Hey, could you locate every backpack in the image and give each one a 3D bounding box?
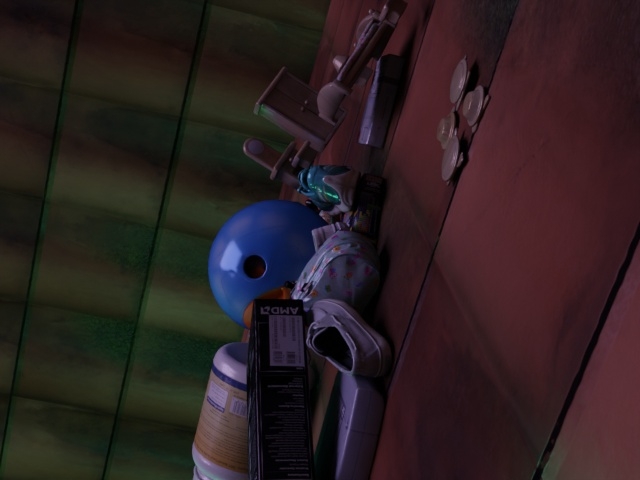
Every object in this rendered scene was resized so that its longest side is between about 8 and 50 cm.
[{"bbox_3d":[0.036,0.076,1.496,0.182,0.152,0.115,-60,19,21],"label":"backpack"}]

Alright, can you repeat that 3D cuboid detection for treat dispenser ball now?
[{"bbox_3d":[-0.093,0.057,1.799,0.288,0.288,0.288,-167,90,-82],"label":"treat dispenser ball"}]

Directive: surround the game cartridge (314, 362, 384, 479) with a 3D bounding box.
[{"bbox_3d":[0.033,0.345,1.346,0.196,0.060,0.294,-100,24,-78],"label":"game cartridge"}]

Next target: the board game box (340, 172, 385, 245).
[{"bbox_3d":[0.074,-0.033,1.664,0.170,0.048,0.141,123,158,-66],"label":"board game box"}]

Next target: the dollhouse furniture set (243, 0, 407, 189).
[{"bbox_3d":[-0.015,-0.318,1.683,0.303,0.173,0.355,-58,0,-23],"label":"dollhouse furniture set"}]

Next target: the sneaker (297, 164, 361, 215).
[{"bbox_3d":[0.009,-0.115,1.693,0.275,0.110,0.107,167,120,-83],"label":"sneaker"}]

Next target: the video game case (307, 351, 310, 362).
[{"bbox_3d":[-0.065,0.340,2.096,0.190,0.022,0.173,-126,50,-79],"label":"video game case"}]

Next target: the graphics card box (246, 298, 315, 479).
[{"bbox_3d":[-0.072,0.308,1.401,0.233,0.094,0.371,100,167,-50],"label":"graphics card box"}]

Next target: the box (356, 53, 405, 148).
[{"bbox_3d":[0.123,-0.287,1.764,0.145,0.038,0.186,-126,51,-80],"label":"box"}]

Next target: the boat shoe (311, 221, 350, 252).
[{"bbox_3d":[0.016,0.072,1.604,0.083,0.075,0.226,-122,28,-68],"label":"boat shoe"}]

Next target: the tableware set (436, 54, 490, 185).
[{"bbox_3d":[0.192,-0.168,1.187,0.169,0.020,0.141,-91,14,-55],"label":"tableware set"}]

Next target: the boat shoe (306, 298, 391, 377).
[{"bbox_3d":[0.024,0.150,1.349,0.227,0.081,0.079,31,116,57],"label":"boat shoe"}]

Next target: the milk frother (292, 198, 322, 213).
[{"bbox_3d":[-0.029,-0.024,2.205,0.143,0.129,0.135,46,166,47],"label":"milk frother"}]

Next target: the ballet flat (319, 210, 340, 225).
[{"bbox_3d":[0.000,0.000,2.049,0.206,0.073,0.067,110,155,-59],"label":"ballet flat"}]

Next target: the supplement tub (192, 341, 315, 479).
[{"bbox_3d":[-0.154,0.406,1.879,0.228,0.228,0.316,-119,43,-78],"label":"supplement tub"}]

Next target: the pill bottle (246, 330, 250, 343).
[{"bbox_3d":[-0.139,0.303,2.274,0.131,0.131,0.229,-131,55,-80],"label":"pill bottle"}]
